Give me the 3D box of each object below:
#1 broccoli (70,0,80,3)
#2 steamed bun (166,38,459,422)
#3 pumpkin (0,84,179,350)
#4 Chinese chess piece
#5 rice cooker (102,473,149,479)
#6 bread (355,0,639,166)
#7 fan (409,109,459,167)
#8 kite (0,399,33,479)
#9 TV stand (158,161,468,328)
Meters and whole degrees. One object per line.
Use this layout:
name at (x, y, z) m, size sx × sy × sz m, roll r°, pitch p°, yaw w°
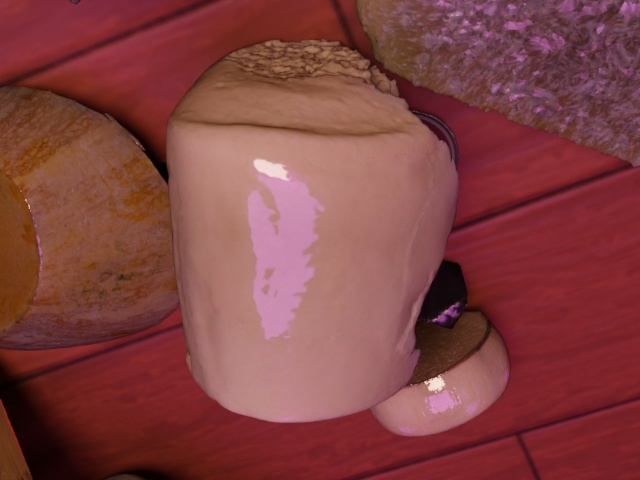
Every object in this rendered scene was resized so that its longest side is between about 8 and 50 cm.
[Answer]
broccoli at (-0.154, -0.272, 0.378) m, size 0.334 × 0.324 × 0.272 m, roll 42°, pitch 97°, yaw 1°
steamed bun at (0.000, 0.000, 0.613) m, size 0.170 × 0.200 × 0.225 m, roll 5°, pitch 114°, yaw 8°
pumpkin at (-0.214, 0.006, 0.670) m, size 0.217 × 0.110 × 0.217 m, roll 11°, pitch 122°, yaw 18°
Chinese chess piece at (0.092, 0.106, 0.767) m, size 0.122 × 0.122 × 0.051 m, roll -23°, pitch 106°, yaw 14°
rice cooker at (-0.155, 0.375, 0.867) m, size 0.277 × 0.288 × 0.288 m, roll 35°, pitch 118°, yaw -23°
bread at (0.173, -0.158, 0.604) m, size 0.286 × 0.056 × 0.207 m, roll 15°, pitch 129°, yaw -8°
fan at (0.049, -0.077, 0.702) m, size 0.085 × 0.005 × 0.133 m, roll -27°, pitch 124°, yaw 17°
kite at (-0.293, 0.265, 0.788) m, size 0.327 × 0.377 × 0.013 m, roll 2°, pitch 178°, yaw 38°
TV stand at (-0.008, 0.008, 0.737) m, size 0.256 × 0.049 × 0.040 m, roll 19°, pitch 122°, yaw -15°
